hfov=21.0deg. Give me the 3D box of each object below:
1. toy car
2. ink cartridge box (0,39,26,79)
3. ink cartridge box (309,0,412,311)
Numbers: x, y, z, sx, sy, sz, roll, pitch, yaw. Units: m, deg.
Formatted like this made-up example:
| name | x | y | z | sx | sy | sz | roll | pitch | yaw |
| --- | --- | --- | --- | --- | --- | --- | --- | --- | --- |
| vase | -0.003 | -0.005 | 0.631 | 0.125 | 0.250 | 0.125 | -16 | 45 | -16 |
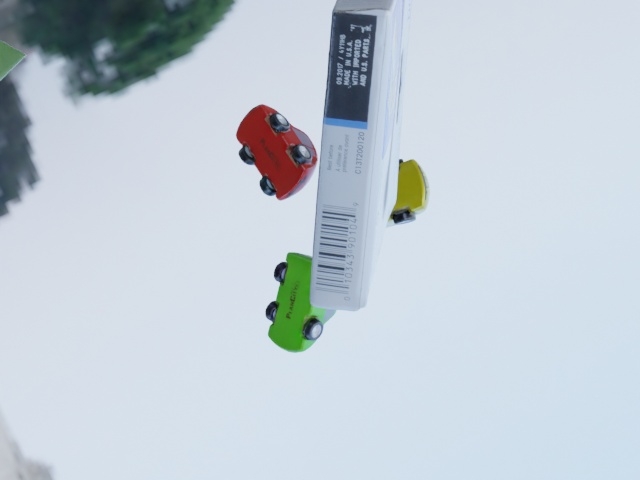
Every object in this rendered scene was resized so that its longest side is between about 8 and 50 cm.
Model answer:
| name | x | y | z | sx | sy | sz | roll | pitch | yaw |
| --- | --- | --- | --- | --- | --- | --- | --- | --- | --- |
| toy car | 0.000 | 0.000 | 1.698 | 0.239 | 0.225 | 0.053 | 22 | -166 | 35 |
| ink cartridge box | -0.337 | -0.140 | 1.280 | 0.109 | 0.209 | 0.062 | -53 | 169 | -42 |
| ink cartridge box | 0.031 | -0.085 | 1.190 | 0.045 | 0.206 | 0.208 | 6 | -159 | 7 |
